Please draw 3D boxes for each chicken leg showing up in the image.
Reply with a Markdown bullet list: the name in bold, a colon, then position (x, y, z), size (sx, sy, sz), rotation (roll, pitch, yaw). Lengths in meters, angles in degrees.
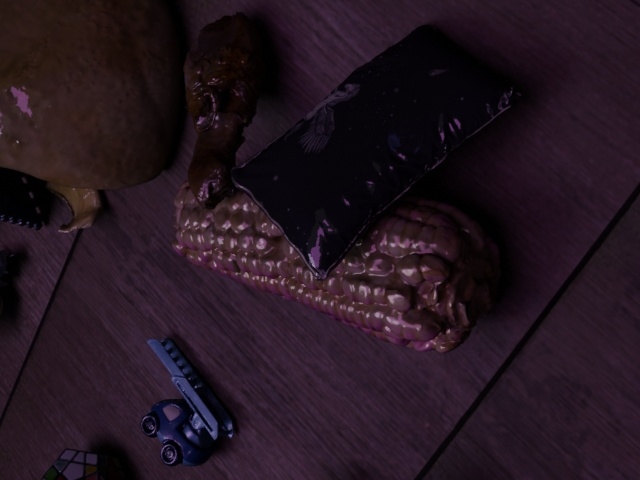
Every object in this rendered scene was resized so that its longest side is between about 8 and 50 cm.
- **chicken leg**: position (-0.090, -0.114, 0.945), size (0.085, 0.069, 0.198), rotation (-12, 58, 24)

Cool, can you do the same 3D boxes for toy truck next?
- **toy truck**: position (-0.155, 0.174, 1.110), size (0.074, 0.063, 0.136), rotation (-48, 67, 14)

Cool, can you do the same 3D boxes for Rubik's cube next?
- **Rubik's cube**: position (-0.276, 0.291, 1.210), size (0.111, 0.111, 0.093), rotation (35, 147, 28)

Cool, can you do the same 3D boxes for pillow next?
- **pillow**: position (0.038, -0.079, 0.826), size (0.208, 0.055, 0.141), rotation (-41, 52, 1)

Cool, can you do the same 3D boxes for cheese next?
- **cheese**: position (-0.270, -0.039, 1.165), size (0.060, 0.041, 0.084), rotation (-35, 62, 31)

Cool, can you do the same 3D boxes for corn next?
- **corn**: position (0.001, 0.001, 0.910), size (0.335, 0.126, 0.127), rotation (18, 111, 38)

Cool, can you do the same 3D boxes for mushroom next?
- **mushroom**: position (-0.293, -0.204, 1.055), size (0.292, 0.212, 0.217), rotation (38, 126, 36)

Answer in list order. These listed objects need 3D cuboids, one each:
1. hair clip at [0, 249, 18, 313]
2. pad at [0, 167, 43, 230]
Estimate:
- **hair clip**: position (-0.449, 0.066, 1.282), size (0.187, 0.056, 0.146), rotation (-27, 72, 10)
- **pad**: position (-0.410, -0.140, 1.133), size (0.012, 0.269, 0.270), rotation (-29, 82, 6)
